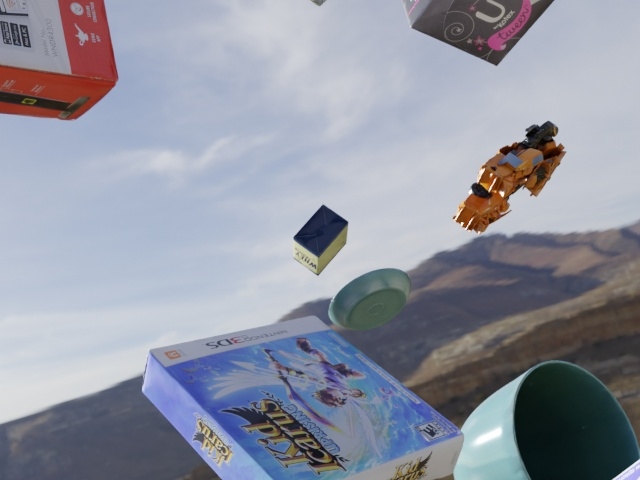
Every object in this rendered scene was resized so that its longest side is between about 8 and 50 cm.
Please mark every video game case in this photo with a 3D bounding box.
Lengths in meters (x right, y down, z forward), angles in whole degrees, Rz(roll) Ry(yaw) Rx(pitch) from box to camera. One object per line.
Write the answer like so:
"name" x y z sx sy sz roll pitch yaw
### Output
"video game case" -0.022 0.187 0.957 0.244 0.061 0.269 -9 31 -40

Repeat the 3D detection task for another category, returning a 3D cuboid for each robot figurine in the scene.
"robot figurine" 0.382 -0.123 1.718 0.291 0.085 0.211 -29 -27 -42

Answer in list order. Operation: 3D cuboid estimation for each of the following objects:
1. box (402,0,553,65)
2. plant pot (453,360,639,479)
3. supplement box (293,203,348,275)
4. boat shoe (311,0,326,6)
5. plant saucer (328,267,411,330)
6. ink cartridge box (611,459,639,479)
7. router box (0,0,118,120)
"box" 0.237 -0.382 1.155 0.163 0.142 0.247 17 -45 -27
"plant pot" 0.377 0.390 1.545 0.293 0.293 0.235 -12 -19 -37
"supplement box" 0.000 0.000 1.477 0.083 0.056 0.083 -48 -16 -20
"boat shoe" -0.018 -0.465 1.383 0.081 0.227 0.079 -40 -40 23
"plant saucer" 0.070 0.084 1.153 0.119 0.021 0.119 -16 -39 -14
"ink cartridge box" 0.182 0.257 0.570 0.206 0.045 0.208 -45 7 22
"router box" -0.333 -0.271 0.677 0.301 0.335 0.082 -1 -18 -44
